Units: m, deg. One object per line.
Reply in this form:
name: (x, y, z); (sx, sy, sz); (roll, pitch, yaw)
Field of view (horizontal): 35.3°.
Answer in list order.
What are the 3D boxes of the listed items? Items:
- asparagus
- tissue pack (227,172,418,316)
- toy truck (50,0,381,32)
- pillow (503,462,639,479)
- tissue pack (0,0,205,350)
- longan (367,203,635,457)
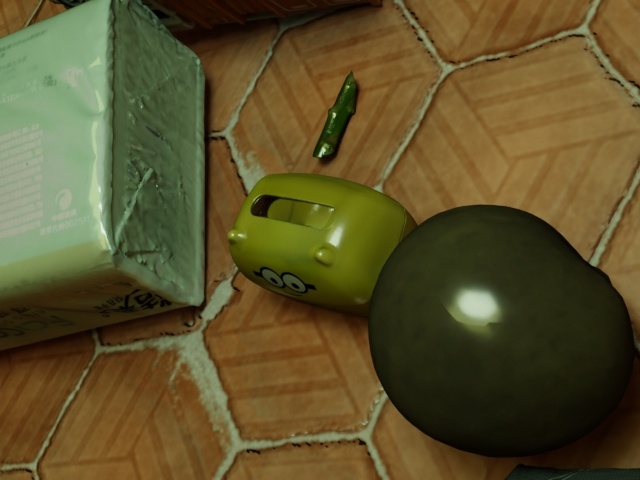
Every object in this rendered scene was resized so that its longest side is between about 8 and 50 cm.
asparagus: (0.020, -0.135, 1.099); (0.025, 0.021, 0.108); (13, 75, 33)
tissue pack: (0.000, 0.000, 0.979); (0.178, 0.127, 0.123); (12, 73, 37)
toy truck: (-0.121, -0.340, 1.160); (0.387, 0.207, 0.174); (-2, 76, 26)
pillow: (0.233, 0.245, 0.720); (0.335, 0.092, 0.162); (-5, 69, 33)
tissue pack: (-0.343, -0.058, 1.180); (0.404, 0.205, 0.332); (-15, 65, 27)
longan: (0.138, 0.074, 0.806); (0.196, 0.196, 0.220); (-48, 56, 5)
